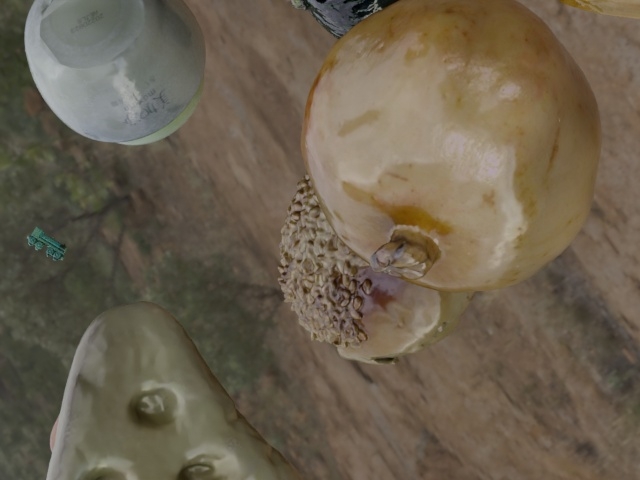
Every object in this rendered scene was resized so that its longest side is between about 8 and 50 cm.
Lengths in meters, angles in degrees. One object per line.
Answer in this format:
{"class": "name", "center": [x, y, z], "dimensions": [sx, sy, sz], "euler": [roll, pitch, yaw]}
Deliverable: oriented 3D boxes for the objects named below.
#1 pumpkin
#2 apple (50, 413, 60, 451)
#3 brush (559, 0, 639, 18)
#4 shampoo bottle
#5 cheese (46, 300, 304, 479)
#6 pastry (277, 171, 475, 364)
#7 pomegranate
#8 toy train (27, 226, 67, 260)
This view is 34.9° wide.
{"class": "pumpkin", "center": [0.044, -0.516, 1.922], "dimensions": [0.315, 0.238, 0.315], "euler": [58, 176, 6]}
{"class": "apple", "center": [-0.453, 0.401, 2.079], "dimensions": [0.201, 0.201, 0.162], "euler": [53, -169, 20]}
{"class": "brush", "center": [0.358, -0.307, 0.988], "dimensions": [0.266, 0.174, 0.166], "euler": [14, 119, 18]}
{"class": "shampoo bottle", "center": [-0.381, -0.350, 1.902], "dimensions": [0.322, 0.322, 0.317], "euler": [50, 177, 26]}
{"class": "cheese", "center": [-0.171, 0.244, 1.289], "dimensions": [0.129, 0.350, 0.329], "euler": [136, 135, -72]}
{"class": "pastry", "center": [0.090, 0.010, 1.751], "dimensions": [0.409, 0.245, 0.410], "euler": [-17, 66, 46]}
{"class": "pomegranate", "center": [0.163, -0.107, 1.314], "dimensions": [0.411, 0.411, 0.412], "euler": [48, 156, 29]}
{"class": "toy train", "center": [-0.603, 0.009, 2.250], "dimensions": [0.092, 0.045, 0.029], "euler": [32, 163, -11]}
